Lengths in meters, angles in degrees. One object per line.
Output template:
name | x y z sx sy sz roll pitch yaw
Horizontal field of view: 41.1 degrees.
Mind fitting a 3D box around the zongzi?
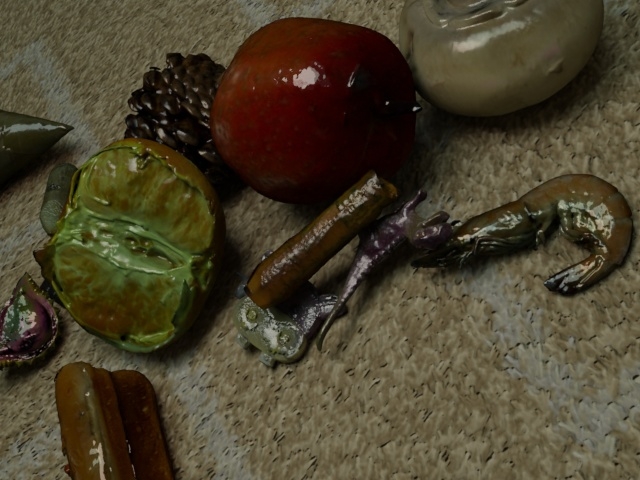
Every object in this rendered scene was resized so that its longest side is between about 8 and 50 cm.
zongzi | -0.718 -0.116 1.730 0.393 0.174 0.356 13 71 29

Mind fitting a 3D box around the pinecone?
pinecone | -0.225 -0.200 1.459 0.257 0.243 0.243 -17 52 26

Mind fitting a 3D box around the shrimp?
shrimp | 0.273 0.013 1.145 0.296 0.058 0.169 -25 53 9

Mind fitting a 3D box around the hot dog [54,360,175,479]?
hot dog | -0.287 0.322 1.194 0.117 0.158 0.349 -44 50 21

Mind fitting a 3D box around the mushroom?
mushroom | 0.228 -0.351 1.231 0.314 0.336 0.314 -22 46 25

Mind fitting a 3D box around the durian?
durian | -0.504 0.166 1.474 0.108 0.119 0.187 24 73 0

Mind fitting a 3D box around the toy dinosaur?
toy dinosaur | 0.075 0.014 1.217 0.251 0.072 0.200 -31 33 16

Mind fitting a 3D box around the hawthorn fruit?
hawthorn fruit | 0.014 -0.188 1.253 0.369 0.285 0.285 12 65 47

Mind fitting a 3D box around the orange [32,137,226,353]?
orange | -0.276 0.012 1.342 0.262 0.196 0.335 21 98 24

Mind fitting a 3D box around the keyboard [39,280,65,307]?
keyboard | -0.390 -0.055 1.576 0.103 0.041 0.381 23 72 38

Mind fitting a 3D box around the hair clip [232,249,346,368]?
hair clip | -0.071 0.104 1.278 0.187 0.056 0.146 32 85 37

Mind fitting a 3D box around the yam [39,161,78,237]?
yam | -0.499 -0.075 1.635 0.069 0.070 0.146 -14 52 21

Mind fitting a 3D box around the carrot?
carrot | 0.000 0.000 1.213 0.260 0.070 0.070 -41 48 12
